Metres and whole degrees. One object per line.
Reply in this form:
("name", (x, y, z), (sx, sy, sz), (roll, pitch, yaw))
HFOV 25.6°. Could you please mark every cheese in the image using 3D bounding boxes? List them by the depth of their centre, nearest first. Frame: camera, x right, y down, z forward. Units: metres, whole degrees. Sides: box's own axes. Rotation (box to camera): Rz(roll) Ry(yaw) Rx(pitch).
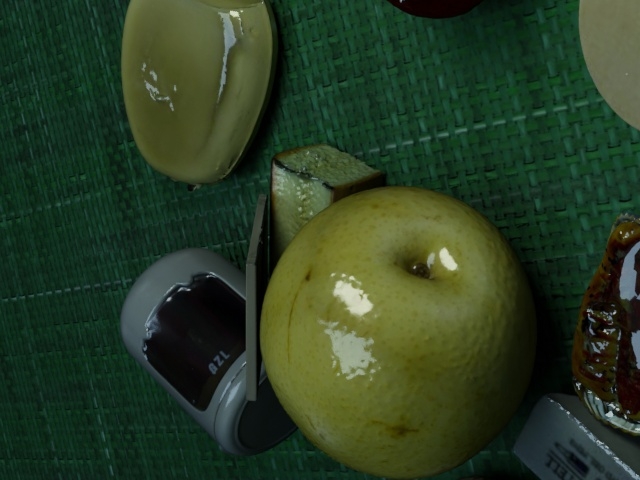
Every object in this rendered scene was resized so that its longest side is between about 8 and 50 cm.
("cheese", (-0.183, -0.224, 2.030), (0.259, 0.128, 0.316), (30, 123, 35))

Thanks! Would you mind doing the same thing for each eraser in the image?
("eraser", (0.382, 0.315, 1.630), (0.352, 0.077, 0.111), (44, 129, 29))

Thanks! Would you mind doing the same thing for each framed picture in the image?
("framed picture", (-0.079, 0.067, 1.787), (0.016, 0.250, 0.184), (1, 112, 0))

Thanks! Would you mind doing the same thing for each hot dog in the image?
("hot dog", (0.361, 0.092, 1.586), (0.162, 0.081, 0.270), (34, 125, 37))

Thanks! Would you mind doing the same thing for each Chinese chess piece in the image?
("Chinese chess piece", (0.392, -0.227, 1.444), (0.273, 0.102, 0.273), (18, 115, 43))

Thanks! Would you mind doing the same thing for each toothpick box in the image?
("toothpick box", (-0.150, 0.145, 2.052), (0.316, 0.229, 0.229), (39, 127, 32))

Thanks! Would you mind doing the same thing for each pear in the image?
("pear", (0.092, 0.113, 1.691), (0.348, 0.348, 0.348), (16, 112, 43))

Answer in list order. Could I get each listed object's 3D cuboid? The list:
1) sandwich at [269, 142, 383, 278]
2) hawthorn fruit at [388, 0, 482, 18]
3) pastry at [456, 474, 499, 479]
("sandwich", (0.000, 0.000, 1.906), (0.122, 0.128, 0.236), (23, 118, 36))
("hawthorn fruit", (0.109, -0.364, 1.587), (0.224, 0.261, 0.224), (8, 103, 39))
("pastry", (0.160, 0.425, 1.747), (0.329, 0.330, 0.136), (-20, 113, 47))
